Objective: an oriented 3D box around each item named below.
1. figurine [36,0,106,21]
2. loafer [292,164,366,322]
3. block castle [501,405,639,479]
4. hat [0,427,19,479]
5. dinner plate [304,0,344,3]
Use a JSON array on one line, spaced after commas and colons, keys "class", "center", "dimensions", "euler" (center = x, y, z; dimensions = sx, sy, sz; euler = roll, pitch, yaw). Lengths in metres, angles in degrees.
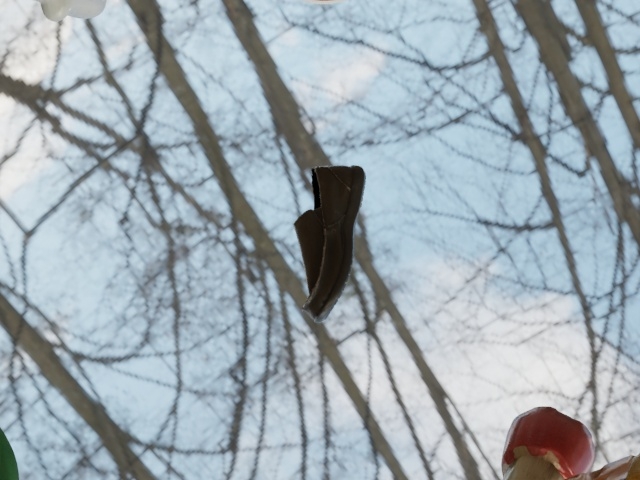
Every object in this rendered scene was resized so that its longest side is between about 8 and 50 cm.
[{"class": "figurine", "center": [-0.206, -0.218, 0.661], "dimensions": [0.092, 0.214, 0.209], "euler": [-5, -162, 34]}, {"class": "loafer", "center": [0.000, 0.000, 1.452], "dimensions": [0.080, 0.078, 0.220], "euler": [118, -15, -60]}, {"class": "block castle", "center": [0.380, 0.317, 1.029], "dimensions": [0.303, 0.453, 0.213], "euler": [-32, -170, 38]}, {"class": "hat", "center": [-0.295, 0.230, 1.036], "dimensions": [0.173, 0.183, 0.208], "euler": [-8, -108, 18]}, {"class": "dinner plate", "center": [0.031, -0.221, 0.810], "dimensions": [0.141, 0.141, 0.017], "euler": [-33, -114, 2]}]
